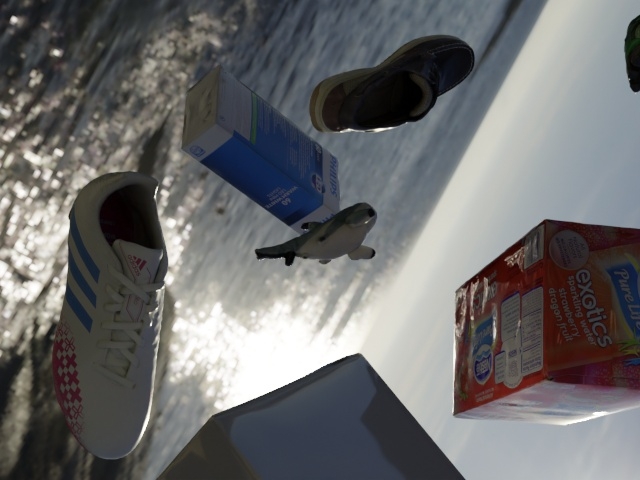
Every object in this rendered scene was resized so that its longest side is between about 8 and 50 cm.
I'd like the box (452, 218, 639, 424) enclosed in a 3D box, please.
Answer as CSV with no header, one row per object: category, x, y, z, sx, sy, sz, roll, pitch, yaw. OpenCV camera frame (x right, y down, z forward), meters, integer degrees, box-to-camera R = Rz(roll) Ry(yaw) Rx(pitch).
box,0.203,0.081,0.883,0.257,0.122,0.128,119,-24,-72

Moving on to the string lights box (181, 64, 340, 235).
string lights box,-0.082,-0.127,1.532,0.076,0.259,0.133,-33,-142,29

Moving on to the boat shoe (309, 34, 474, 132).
boat shoe,0.117,-0.206,1.415,0.285,0.092,0.103,-23,126,-33

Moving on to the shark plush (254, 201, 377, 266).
shark plush,0.000,0.000,1.255,0.161,0.067,0.073,-27,134,-9

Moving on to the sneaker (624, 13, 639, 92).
sneaker,0.607,-0.274,1.486,0.134,0.343,0.146,103,-6,-49

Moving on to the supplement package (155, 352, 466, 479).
supplement package,0.025,0.249,0.653,0.177,0.293,0.175,-50,161,29

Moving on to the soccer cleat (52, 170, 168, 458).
soccer cleat,-0.232,0.077,1.172,0.143,0.116,0.331,-20,-110,51
